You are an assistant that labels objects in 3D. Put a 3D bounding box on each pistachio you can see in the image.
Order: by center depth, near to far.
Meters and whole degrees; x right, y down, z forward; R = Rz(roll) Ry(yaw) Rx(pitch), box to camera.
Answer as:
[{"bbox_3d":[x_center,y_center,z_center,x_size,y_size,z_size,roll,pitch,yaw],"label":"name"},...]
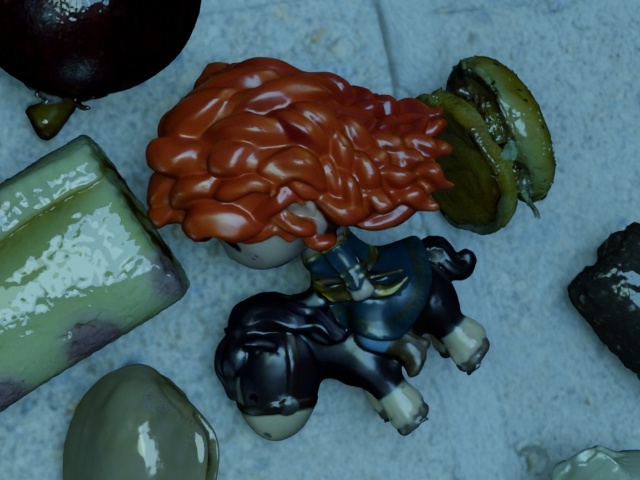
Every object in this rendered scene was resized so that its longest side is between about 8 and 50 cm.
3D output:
[{"bbox_3d":[-0.172,0.230,1.777,0.152,0.126,0.223,-3,90,14],"label":"pistachio"}]

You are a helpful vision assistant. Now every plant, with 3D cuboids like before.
[{"bbox_3d":[0.370,0.079,1.980,0.194,0.129,0.132,44,72,-8],"label":"plant"}]

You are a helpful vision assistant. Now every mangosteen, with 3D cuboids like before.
[{"bbox_3d":[-0.233,-0.211,1.764,0.235,0.235,0.261,0,123,-20],"label":"mangosteen"}]

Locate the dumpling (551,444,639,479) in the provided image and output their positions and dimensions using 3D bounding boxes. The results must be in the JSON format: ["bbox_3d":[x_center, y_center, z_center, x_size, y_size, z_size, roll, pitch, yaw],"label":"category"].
[{"bbox_3d":[0.330,0.321,1.946,0.258,0.147,0.193,25,108,-21],"label":"dumpling"}]

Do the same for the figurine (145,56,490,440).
[{"bbox_3d":[-0.002,0.011,1.825,0.306,0.241,0.411,-13,108,3],"label":"figurine"}]

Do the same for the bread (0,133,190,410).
[{"bbox_3d":[-0.306,0.060,1.702,0.338,0.155,0.187,-34,90,-4],"label":"bread"}]

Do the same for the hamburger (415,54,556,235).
[{"bbox_3d":[0.177,-0.095,1.912,0.113,0.177,0.185,-33,69,-26],"label":"hamburger"}]
